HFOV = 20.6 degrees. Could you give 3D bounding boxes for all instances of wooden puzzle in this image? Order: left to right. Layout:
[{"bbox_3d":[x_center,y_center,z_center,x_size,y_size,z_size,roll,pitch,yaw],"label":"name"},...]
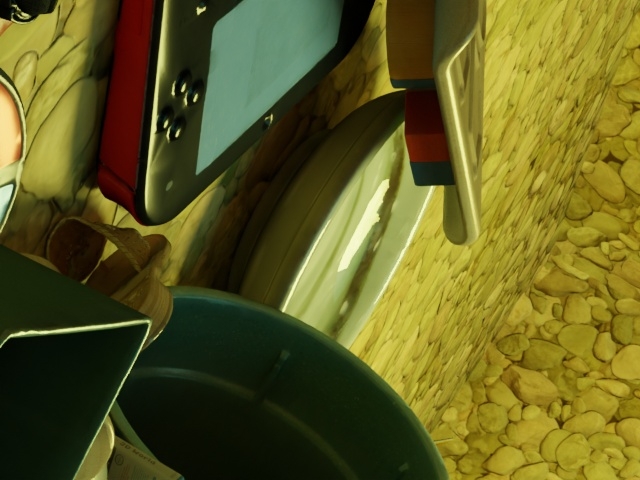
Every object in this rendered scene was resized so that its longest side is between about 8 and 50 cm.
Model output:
[{"bbox_3d":[0.109,-0.210,1.594,0.348,0.080,0.322,80,13,-61],"label":"wooden puzzle"}]

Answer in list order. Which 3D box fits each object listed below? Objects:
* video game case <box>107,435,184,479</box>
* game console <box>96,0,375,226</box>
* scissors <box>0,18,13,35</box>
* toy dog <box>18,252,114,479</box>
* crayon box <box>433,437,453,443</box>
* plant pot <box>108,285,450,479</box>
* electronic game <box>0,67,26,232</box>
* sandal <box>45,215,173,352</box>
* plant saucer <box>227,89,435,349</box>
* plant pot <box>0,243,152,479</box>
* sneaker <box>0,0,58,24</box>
[{"bbox_3d":[-0.192,0.187,1.353,0.015,0.166,0.119,-40,155,-56],"label":"video game case"},{"bbox_3d":[-0.035,-0.218,1.347,0.386,0.060,0.342,-48,161,-45],"label":"game console"},{"bbox_3d":[-0.214,-0.090,1.033,0.297,0.021,0.109,-65,166,13],"label":"scissors"},{"bbox_3d":[-0.224,0.180,1.222,0.220,0.161,0.334,-133,-148,-66],"label":"toy dog"},{"bbox_3d":[-0.036,0.239,1.841,0.323,0.083,0.203,-25,170,10],"label":"crayon box"},{"bbox_3d":[-0.111,0.276,1.544,0.334,0.341,0.341,-59,168,25],"label":"plant pot"},{"bbox_3d":[-0.248,-0.006,0.985,0.229,0.048,0.229,-47,158,-25],"label":"electronic game"},{"bbox_3d":[-0.163,0.015,1.296,0.088,0.079,0.240,-41,-162,2],"label":"sandal"},{"bbox_3d":[0.000,0.000,1.811,0.400,0.100,0.400,-56,165,-23],"label":"plant saucer"},{"bbox_3d":[-0.235,0.053,0.795,0.166,0.234,0.165,-62,167,7],"label":"plant pot"},{"bbox_3d":[-0.136,-0.209,0.868,0.079,0.121,0.217,-46,159,-50],"label":"sneaker"}]
